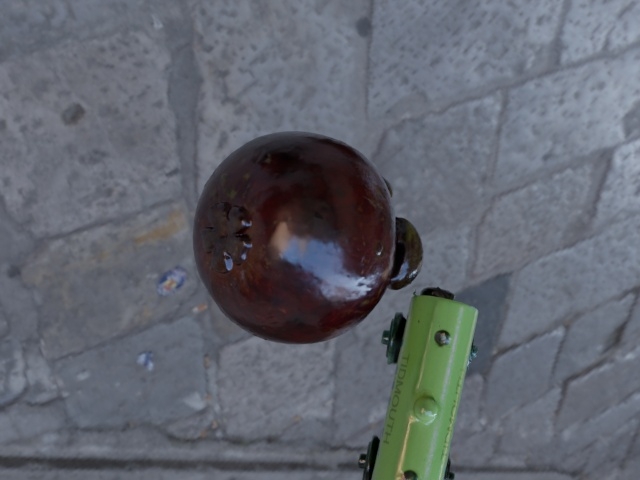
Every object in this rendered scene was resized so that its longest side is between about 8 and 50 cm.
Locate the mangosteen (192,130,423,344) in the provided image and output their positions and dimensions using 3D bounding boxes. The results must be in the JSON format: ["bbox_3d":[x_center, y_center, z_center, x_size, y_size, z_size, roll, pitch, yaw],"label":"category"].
[{"bbox_3d":[0.000,0.000,0.925,0.258,0.215,0.215,5,129,-44],"label":"mangosteen"}]

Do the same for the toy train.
[{"bbox_3d":[0.099,0.167,0.918,0.157,0.105,0.253,74,29,-80],"label":"toy train"}]
